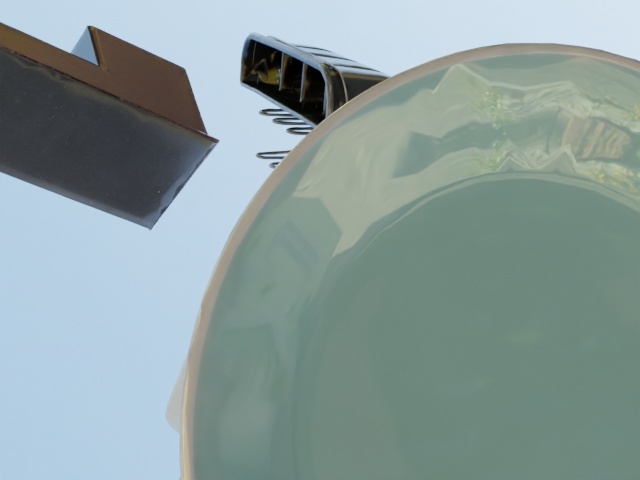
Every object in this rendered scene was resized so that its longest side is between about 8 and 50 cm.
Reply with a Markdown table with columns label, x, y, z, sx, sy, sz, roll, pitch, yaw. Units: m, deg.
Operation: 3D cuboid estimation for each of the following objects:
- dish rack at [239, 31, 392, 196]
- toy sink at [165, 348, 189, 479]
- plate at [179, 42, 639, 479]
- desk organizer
| label | x | y | z | sx | sy | sz | roll | pitch | yaw |
| --- | --- | --- | --- | --- | --- | --- | --- | --- | --- |
| dish rack | 0.000 | 0.000 | 0.966 | 0.074 | 0.272 | 0.208 | -2 | -165 | -17 |
| toy sink | 0.003 | 0.166 | 0.686 | 0.234 | 0.153 | 0.131 | 32 | -120 | 2 |
| plate | 0.054 | 0.046 | 0.341 | 0.188 | 0.188 | 0.024 | 11 | 175 | -19 |
| desk organizer | -0.106 | -0.055 | 0.490 | 0.130 | 0.047 | 0.050 | 22 | -150 | -34 |
